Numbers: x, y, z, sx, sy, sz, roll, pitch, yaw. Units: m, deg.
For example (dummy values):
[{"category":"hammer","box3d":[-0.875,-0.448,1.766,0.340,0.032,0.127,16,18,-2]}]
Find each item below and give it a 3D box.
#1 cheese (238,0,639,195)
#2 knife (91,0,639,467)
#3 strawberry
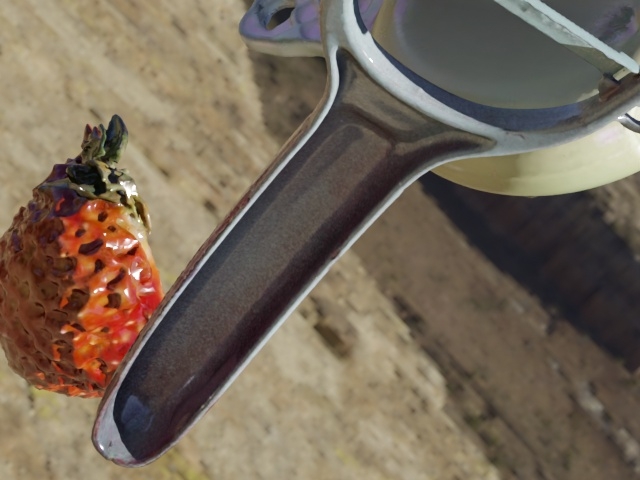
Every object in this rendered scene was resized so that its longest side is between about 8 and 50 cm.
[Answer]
[{"category":"cheese","box3d":[0.060,-0.090,0.664,0.227,0.137,0.064,13,-32,34]},{"category":"knife","box3d":[0.000,-0.001,0.555,0.123,0.278,0.053,33,37,-14]},{"category":"strawberry","box3d":[-0.152,0.039,0.930,0.175,0.107,0.236,-118,-164,-50]}]
